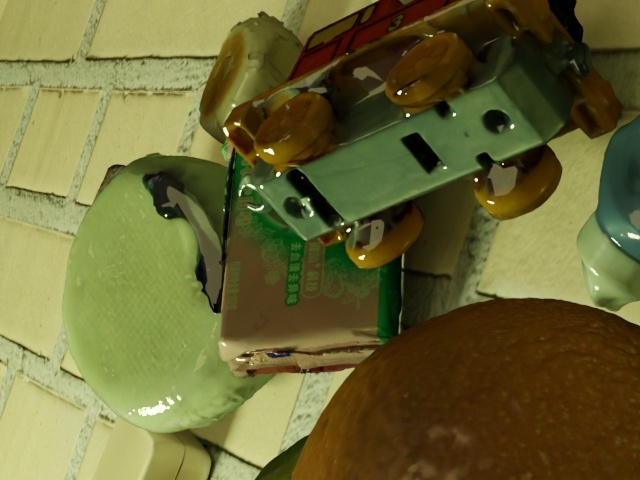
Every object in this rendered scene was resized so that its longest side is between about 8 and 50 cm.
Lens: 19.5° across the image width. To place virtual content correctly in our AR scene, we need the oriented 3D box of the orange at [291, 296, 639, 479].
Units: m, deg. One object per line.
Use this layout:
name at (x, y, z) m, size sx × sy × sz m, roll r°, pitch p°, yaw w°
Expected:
orange at (0.125, 0.198, 1.186) m, size 0.357 × 0.322 × 0.322 m, roll 159°, pitch 127°, yaw -71°

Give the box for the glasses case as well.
glasses case at (-0.228, 0.359, 2.050) m, size 0.336 × 0.076 × 0.144 m, roll -67°, pitch 24°, yaw 6°

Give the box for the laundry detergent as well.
laundry detergent at (0.273, -0.075, 1.334) m, size 0.290 × 0.094 × 0.143 m, roll -55°, pitch 32°, yaw 28°

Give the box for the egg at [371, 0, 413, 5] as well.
egg at (0.108, -0.302, 1.753) m, size 0.286 × 0.174 × 0.264 m, roll -69°, pitch 21°, yaw 10°

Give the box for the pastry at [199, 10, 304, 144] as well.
pastry at (-0.077, -0.178, 2.138) m, size 0.166 × 0.088 × 0.166 m, roll -46°, pitch 31°, yaw 38°

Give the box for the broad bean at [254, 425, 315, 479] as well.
broad bean at (-0.001, 0.203, 1.722) m, size 0.339 × 0.061 × 0.077 m, roll -48°, pitch 25°, yaw 37°

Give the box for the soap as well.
soap at (0.000, 0.001, 1.761) m, size 0.098 × 0.218 × 0.273 m, roll 71°, pitch -160°, yaw -57°

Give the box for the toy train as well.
toy train at (0.077, -0.117, 1.605) m, size 0.369 × 0.163 × 0.232 m, roll -22°, pitch 33°, yaw 36°

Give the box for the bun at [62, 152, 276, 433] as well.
bun at (-0.126, 0.059, 1.954) m, size 0.293 × 0.187 × 0.293 m, roll -7°, pitch 80°, yaw 43°

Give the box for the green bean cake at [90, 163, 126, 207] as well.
green bean cake at (-0.177, 0.000, 2.160) m, size 0.097 × 0.198 × 0.232 m, roll -66°, pitch 8°, yaw -11°
